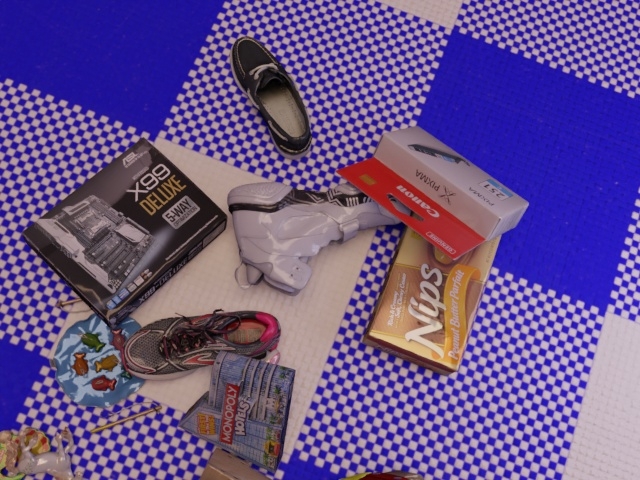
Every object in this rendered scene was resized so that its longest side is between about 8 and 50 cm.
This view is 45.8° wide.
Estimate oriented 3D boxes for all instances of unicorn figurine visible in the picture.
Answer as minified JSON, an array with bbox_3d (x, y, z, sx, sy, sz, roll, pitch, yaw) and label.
[{"bbox_3d":[-0.480,0.393,1.355,0.162,0.060,0.111,6,91,-9],"label":"unicorn figurine"}]

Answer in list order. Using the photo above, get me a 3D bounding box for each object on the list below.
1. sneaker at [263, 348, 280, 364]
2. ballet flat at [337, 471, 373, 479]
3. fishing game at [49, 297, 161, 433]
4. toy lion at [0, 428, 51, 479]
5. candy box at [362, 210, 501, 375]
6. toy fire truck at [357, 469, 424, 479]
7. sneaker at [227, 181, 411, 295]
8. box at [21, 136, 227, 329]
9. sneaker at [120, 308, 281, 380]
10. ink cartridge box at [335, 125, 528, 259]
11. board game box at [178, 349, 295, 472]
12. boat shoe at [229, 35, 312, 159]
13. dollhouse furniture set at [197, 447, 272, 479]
[{"bbox_3d":[-0.099,0.277,1.432,0.070,0.051,0.134,32,80,8],"label":"sneaker"},{"bbox_3d":[-0.002,0.490,1.369,0.231,0.077,0.077,-45,52,-14],"label":"ballet flat"},{"bbox_3d":[-0.412,0.221,1.430,0.189,0.041,0.264,-13,74,-11],"label":"fishing game"},{"bbox_3d":[-0.543,0.390,1.373,0.096,0.034,0.100,17,72,-7],"label":"toy lion"},{"bbox_3d":[0.224,0.085,1.498,0.183,0.087,0.316,22,73,1],"label":"candy box"},{"bbox_3d":[0.066,0.516,1.289,0.246,0.158,0.217,3,83,-35],"label":"toy fire truck"},{"bbox_3d":[0.000,0.000,1.488,0.366,0.137,0.210,1,80,-8],"label":"sneaker"},{"bbox_3d":[-0.373,-0.019,1.472,0.242,0.076,0.307,44,68,8],"label":"box"},{"bbox_3d":[-0.223,0.180,1.415,0.299,0.112,0.121,-12,74,-10],"label":"sneaker"},{"bbox_3d":[0.220,-0.104,1.463,0.296,0.066,0.261,39,35,22],"label":"ink cartridge box"},{"bbox_3d":[-0.155,0.305,1.374,0.194,0.060,0.194,12,113,8],"label":"board game box"},{"bbox_3d":[-0.100,-0.318,1.593,0.114,0.091,0.302,-30,78,-13],"label":"boat shoe"},{"bbox_3d":[-0.182,0.572,1.262,0.198,0.286,0.303,27,101,1],"label":"dollhouse furniture set"}]
